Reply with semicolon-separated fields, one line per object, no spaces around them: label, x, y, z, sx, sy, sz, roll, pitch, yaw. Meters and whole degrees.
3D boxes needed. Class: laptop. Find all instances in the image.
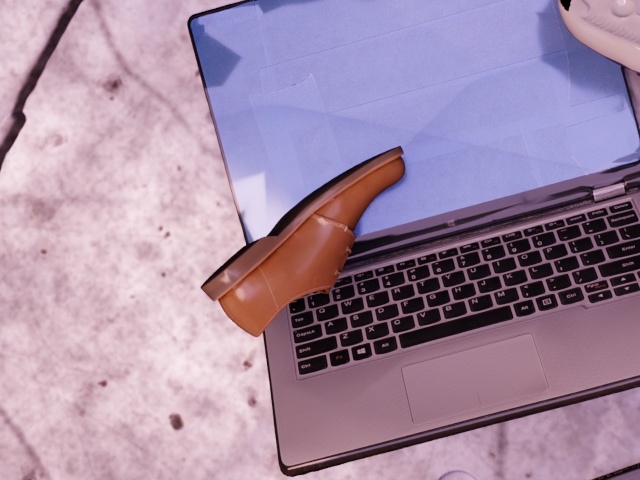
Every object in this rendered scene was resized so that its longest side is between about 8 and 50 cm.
laptop;0.104;-0.052;1.592;0.382;0.408;0.236;-15;125;4

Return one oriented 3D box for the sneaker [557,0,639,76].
sneaker;0.363;-0.128;1.580;0.322;0.236;0.130;11;62;13

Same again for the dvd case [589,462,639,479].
dvd case;0.323;0.323;1.687;0.179;0.029;0.239;-20;91;3

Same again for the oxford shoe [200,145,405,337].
oxford shoe;0.000;0.000;1.550;0.212;0.076;0.076;-41;95;-13
